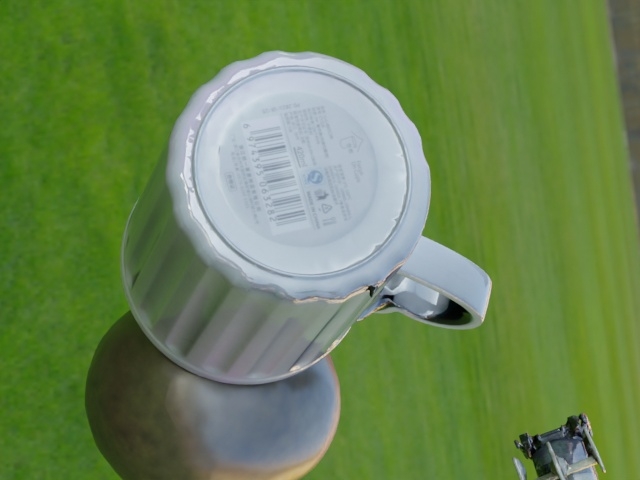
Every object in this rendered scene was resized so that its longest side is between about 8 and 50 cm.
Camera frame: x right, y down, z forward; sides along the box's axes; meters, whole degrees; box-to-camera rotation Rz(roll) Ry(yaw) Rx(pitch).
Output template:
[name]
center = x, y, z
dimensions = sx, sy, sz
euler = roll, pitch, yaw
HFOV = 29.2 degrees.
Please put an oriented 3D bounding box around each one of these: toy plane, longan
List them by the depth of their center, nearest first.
[toy plane]
center = 0.095, 0.092, 0.470
dimensions = 0.121, 0.031, 0.049
euler = 47, 22, -65
[longan]
center = -0.077, 0.116, 0.893
dimensions = 0.167, 0.187, 0.167
euler = 176, -90, -71

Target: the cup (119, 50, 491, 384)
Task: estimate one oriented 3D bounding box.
[cup]
center = -0.006, -0.014, 0.756
dimensions = 0.202, 0.221, 0.167
euler = 129, -50, -69
